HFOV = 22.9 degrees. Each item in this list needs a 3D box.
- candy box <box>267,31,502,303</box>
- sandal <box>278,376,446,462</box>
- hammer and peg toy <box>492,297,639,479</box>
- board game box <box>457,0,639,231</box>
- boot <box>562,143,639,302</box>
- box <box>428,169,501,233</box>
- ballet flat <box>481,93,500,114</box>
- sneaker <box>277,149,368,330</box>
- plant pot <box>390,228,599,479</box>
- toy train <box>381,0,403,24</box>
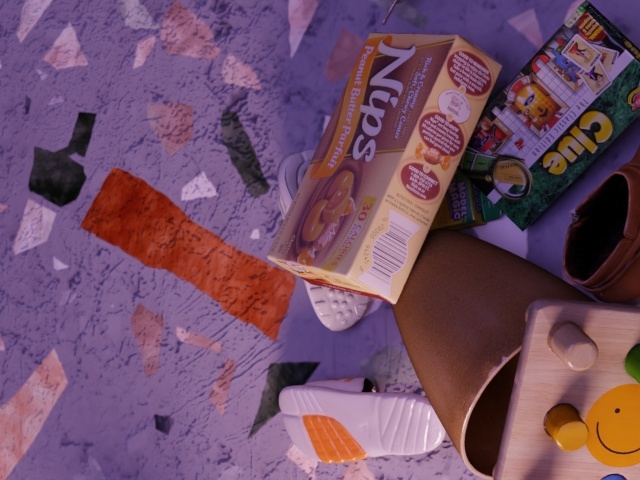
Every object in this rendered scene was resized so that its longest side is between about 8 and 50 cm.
[{"bbox_3d":[0.074,-0.093,1.894,0.183,0.087,0.316,13,75,56],"label":"candy box"},{"bbox_3d":[0.063,0.219,1.957,0.265,0.076,0.102,-3,105,41],"label":"sandal"},{"bbox_3d":[0.365,0.202,1.652,0.127,0.361,0.266,-125,44,-69],"label":"hammer and peg toy"},{"bbox_3d":[0.271,-0.140,1.836,0.136,0.030,0.260,43,124,3],"label":"board game box"},{"bbox_3d":[0.352,-0.068,1.737,0.109,0.220,0.283,27,98,30],"label":"boot"},{"bbox_3d":[0.134,-0.058,1.966,0.179,0.043,0.105,-13,78,27],"label":"box"},{"bbox_3d":[0.278,-0.151,1.889,0.206,0.073,0.067,-6,108,32],"label":"ballet flat"},{"bbox_3d":[0.000,0.000,2.022,0.095,0.090,0.235,171,86,-67],"label":"sneaker"},{"bbox_3d":[0.191,0.107,1.830,0.237,0.237,0.254,-55,47,14],"label":"plant pot"},{"bbox_3d":[0.085,-0.412,2.003,0.143,0.105,0.248,35,103,39],"label":"toy train"}]
